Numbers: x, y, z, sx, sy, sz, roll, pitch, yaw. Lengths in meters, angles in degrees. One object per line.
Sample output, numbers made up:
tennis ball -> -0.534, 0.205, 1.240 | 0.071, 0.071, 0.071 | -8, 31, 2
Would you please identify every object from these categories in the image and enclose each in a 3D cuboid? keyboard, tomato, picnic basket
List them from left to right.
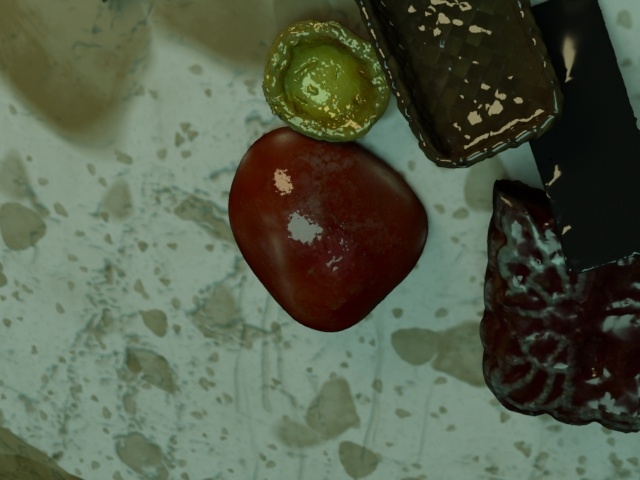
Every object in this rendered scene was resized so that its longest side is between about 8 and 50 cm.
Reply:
tomato -> -0.008, 0.000, 0.729 | 0.174, 0.082, 0.166 | 38, 121, -9
picnic basket -> 0.093, -0.149, 0.609 | 0.110, 0.055, 0.194 | -23, 85, 25
keyboard -> 0.182, -0.079, 0.611 | 0.074, 0.015, 0.197 | -18, 75, 19

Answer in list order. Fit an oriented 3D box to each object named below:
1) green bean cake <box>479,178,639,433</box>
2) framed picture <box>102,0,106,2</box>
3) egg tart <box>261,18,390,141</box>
green bean cake -> 0.240, 0.055, 0.678 | 0.232, 0.097, 0.199 | 8, 119, 12
framed picture -> -0.175, -0.333, 0.639 | 0.197, 0.014, 0.252 | -31, 105, 27
egg tart -> 0.006, -0.125, 0.682 | 0.105, 0.039, 0.105 | 7, 118, 12
